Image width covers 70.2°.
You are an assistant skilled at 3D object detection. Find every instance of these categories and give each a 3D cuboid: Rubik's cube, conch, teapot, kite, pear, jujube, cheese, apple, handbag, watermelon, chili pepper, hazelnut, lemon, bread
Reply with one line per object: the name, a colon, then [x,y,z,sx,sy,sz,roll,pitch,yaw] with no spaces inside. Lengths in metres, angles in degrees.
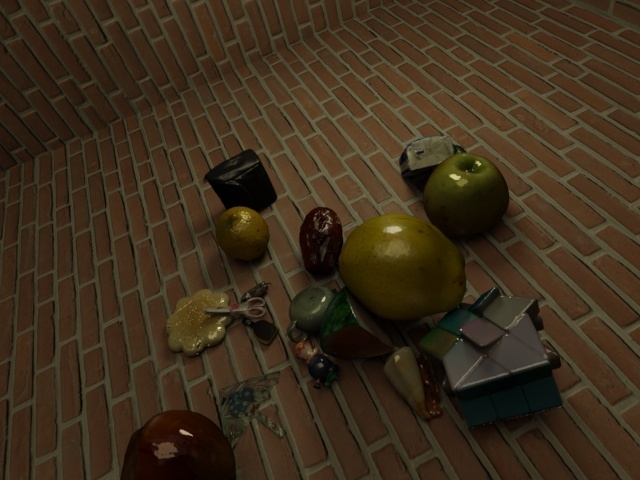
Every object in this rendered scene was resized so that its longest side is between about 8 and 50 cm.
Rubik's cube: [0.513,0.350,1.391,0.387,0.358,0.368,-20,45,15]
conch: [0.297,0.468,1.520,0.158,0.127,0.255,-7,68,-28]
teapot: [-0.022,0.267,1.732,0.193,0.129,0.294,8,48,46]
kite: [-0.246,0.598,1.619,0.314,0.011,0.335,21,61,29]
pear: [0.266,0.089,1.504,0.418,0.362,0.362,11,56,15]
jujube: [0.000,0.000,1.913,0.197,0.197,0.290,-2,69,15]
cheese: [-0.247,0.346,1.804,0.163,0.036,0.086,20,62,29]
apple: [0.572,-0.192,1.826,0.339,0.305,0.338,-9,50,10]
handbag: [-0.369,-0.243,2.146,0.275,0.302,0.178,-34,58,-9]
watermelon: [0.083,0.310,1.552,0.222,0.292,0.319,-44,34,9]
chili pepper: [-0.270,0.215,1.912,0.153,0.041,0.050,-34,29,8]
hazelnut: [-0.432,0.701,1.396,0.373,0.372,0.315,-8,8,9]
lemon: [-0.345,-0.035,1.995,0.228,0.253,0.228,-17,47,20]
bread: [-0.503,0.327,1.882,0.316,0.054,0.316,-9,50,11]

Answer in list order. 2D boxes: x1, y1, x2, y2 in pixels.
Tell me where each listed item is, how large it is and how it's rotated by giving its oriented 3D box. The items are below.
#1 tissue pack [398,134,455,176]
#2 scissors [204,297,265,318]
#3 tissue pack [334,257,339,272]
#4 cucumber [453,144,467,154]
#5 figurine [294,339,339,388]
tissue pack: [0.460,-0.372,2.022,0.209,0.270,0.137,-17,92,5]
scissors: [-0.343,0.279,1.837,0.242,0.030,0.118,-3,33,-9]
tissue pack: [0.244,0.117,1.792,0.245,0.123,0.332,-40,53,-14]
cucumber: [0.666,-0.359,2.092,0.069,0.069,0.227,-21,53,-1]
figurine: [-0.019,0.440,1.624,0.195,0.102,0.111,35,90,31]
